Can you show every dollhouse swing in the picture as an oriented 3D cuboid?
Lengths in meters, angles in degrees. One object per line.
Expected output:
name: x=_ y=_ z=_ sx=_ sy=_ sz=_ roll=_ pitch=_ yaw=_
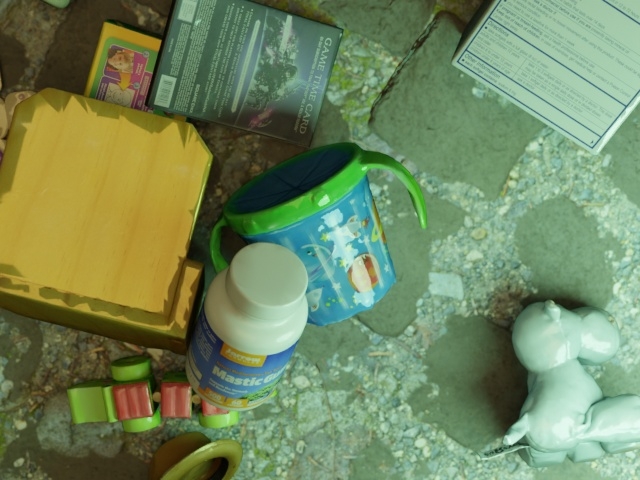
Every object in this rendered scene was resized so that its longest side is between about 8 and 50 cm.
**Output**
dollhouse swing: x=-0.336 y=-0.024 z=1.855 sx=0.347 sy=0.315 sz=0.304 roll=14 pitch=77 yaw=-2

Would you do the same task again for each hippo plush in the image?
hippo plush: x=0.369 y=0.223 z=1.914 sx=0.294 sy=0.234 sz=0.236 roll=-2 pitch=68 yaw=-14

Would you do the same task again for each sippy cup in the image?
sippy cup: x=0.000 y=0.000 z=1.856 sx=0.240 sy=0.306 sz=0.224 roll=-39 pitch=113 yaw=-36

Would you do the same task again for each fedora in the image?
fedora: x=-0.221 y=0.371 z=1.960 sx=0.194 sy=0.194 sz=0.079 roll=-45 pitch=59 yaw=7

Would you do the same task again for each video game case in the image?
video game case: x=-0.114 y=-0.267 z=1.848 sx=0.274 sy=0.026 sz=0.196 roll=12 pitch=100 yaw=-27

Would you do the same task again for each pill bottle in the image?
pill bottle: x=-0.104 y=0.125 z=1.774 sx=0.152 sy=0.152 sz=0.272 roll=20 pitch=142 yaw=-3

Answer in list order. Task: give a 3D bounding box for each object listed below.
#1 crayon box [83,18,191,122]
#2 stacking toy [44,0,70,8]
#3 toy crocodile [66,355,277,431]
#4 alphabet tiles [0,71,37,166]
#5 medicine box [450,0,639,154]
crayon box: x=-0.291 y=-0.188 z=1.887 sx=0.165 sy=0.081 sz=0.278 roll=18 pitch=99 yaw=-3
stacking toy: x=-0.377 y=-0.525 z=1.818 sx=0.141 sy=0.141 sz=0.330 roll=26 pitch=93 yaw=-4
toy crocodile: x=-0.239 y=0.249 z=1.945 sx=0.341 sy=0.105 sz=0.115 roll=-4 pitch=99 yaw=2
alphabet tiles: x=-0.577 y=-0.154 z=1.926 sx=0.284 sy=0.021 sz=0.277 roll=-7 pitch=99 yaw=2
medicine box: x=0.384 y=-0.324 z=1.779 sx=0.264 sy=0.149 sz=0.289 roll=32 pitch=120 yaw=-4
